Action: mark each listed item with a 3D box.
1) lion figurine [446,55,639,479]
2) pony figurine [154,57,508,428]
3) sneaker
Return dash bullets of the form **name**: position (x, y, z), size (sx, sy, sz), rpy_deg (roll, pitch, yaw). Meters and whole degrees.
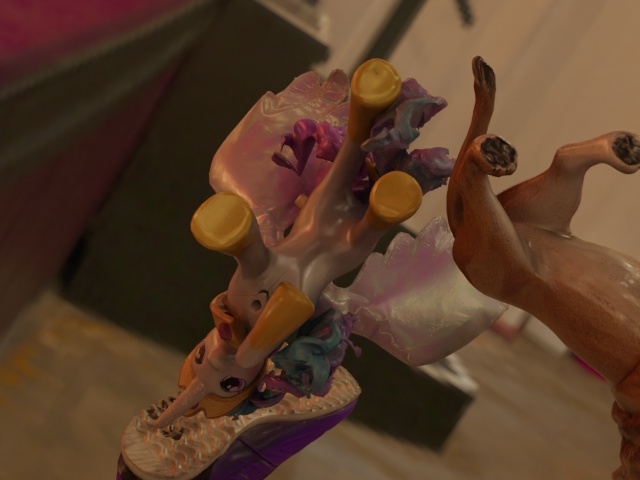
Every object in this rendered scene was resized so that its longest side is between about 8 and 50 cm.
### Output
- **lion figurine**: position (0.213, 0.051, 1.426), size (0.392, 0.142, 0.240), rpy_deg (49, -28, 6)
- **pony figurine**: position (0.000, 0.000, 1.602), size (0.303, 0.351, 0.363), rpy_deg (42, -26, 9)
- **sneaker**: position (-0.091, 0.206, 1.853), size (0.293, 0.146, 0.102), rpy_deg (-20, 51, -39)
